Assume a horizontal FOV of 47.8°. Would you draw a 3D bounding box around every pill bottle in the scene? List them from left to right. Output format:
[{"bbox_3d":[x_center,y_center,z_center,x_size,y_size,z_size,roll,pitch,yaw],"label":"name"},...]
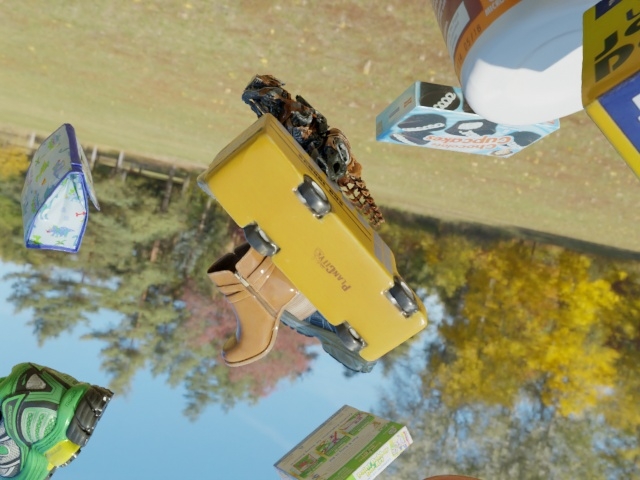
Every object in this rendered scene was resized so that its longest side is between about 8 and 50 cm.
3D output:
[{"bbox_3d":[0.224,-0.356,0.856,0.224,0.392,0.224,-11,156,-5],"label":"pill bottle"}]

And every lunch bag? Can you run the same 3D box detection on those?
[{"bbox_3d":[-0.384,-0.079,1.072,0.096,0.151,0.128,5,-142,-32],"label":"lunch bag"}]

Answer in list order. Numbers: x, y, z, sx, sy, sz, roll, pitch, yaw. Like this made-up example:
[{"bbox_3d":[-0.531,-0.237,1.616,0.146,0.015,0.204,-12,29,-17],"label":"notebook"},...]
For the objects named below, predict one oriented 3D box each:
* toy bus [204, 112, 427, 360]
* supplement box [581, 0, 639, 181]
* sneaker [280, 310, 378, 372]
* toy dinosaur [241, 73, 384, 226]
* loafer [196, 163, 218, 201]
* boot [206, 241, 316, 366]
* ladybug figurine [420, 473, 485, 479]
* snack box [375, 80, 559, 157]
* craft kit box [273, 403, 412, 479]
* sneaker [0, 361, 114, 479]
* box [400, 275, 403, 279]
[{"bbox_3d":[0.000,0.000,0.946,0.332,0.108,0.130,48,-164,-17],"label":"toy bus"},{"bbox_3d":[0.351,-0.043,0.454,0.356,0.194,0.195,46,-145,-12],"label":"supplement box"},{"bbox_3d":[0.009,0.134,1.417,0.283,0.122,0.110,32,-173,15],"label":"sneaker"},{"bbox_3d":[-0.005,-0.143,1.226,0.322,0.164,0.218,27,-136,-5],"label":"toy dinosaur"},{"bbox_3d":[-0.146,-0.139,1.414,0.102,0.092,0.268,37,-156,9],"label":"loafer"},{"bbox_3d":[-0.114,0.091,1.067,0.152,0.197,0.073,40,-163,-31],"label":"boot"},{"bbox_3d":[0.286,0.570,1.302,0.449,0.305,0.162,45,-170,-18],"label":"ladybug figurine"},{"bbox_3d":[0.296,-0.241,1.477,0.322,0.060,0.187,4,166,-19],"label":"snack box"},{"bbox_3d":[0.050,0.503,1.706,0.250,0.061,0.247,-34,-164,-27],"label":"craft kit box"},{"bbox_3d":[-0.408,0.248,1.011,0.146,0.134,0.343,35,137,-12],"label":"sneaker"},{"bbox_3d":[0.065,0.117,1.667,0.153,0.108,0.207,-13,-157,-41],"label":"box"}]
